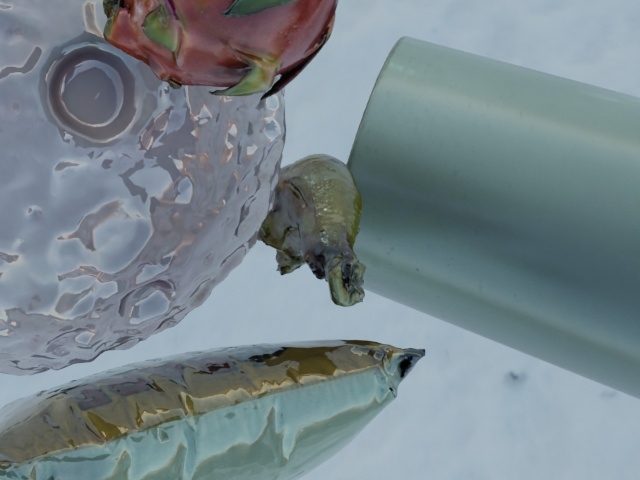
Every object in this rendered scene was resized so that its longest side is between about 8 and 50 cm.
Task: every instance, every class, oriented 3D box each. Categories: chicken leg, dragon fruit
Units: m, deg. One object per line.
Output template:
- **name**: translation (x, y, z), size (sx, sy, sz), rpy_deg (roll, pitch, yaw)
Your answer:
- **chicken leg**: translation (0.000, 0.000, 1.015), size (0.070, 0.178, 0.093), rpy_deg (23, 106, -22)
- **dragon fruit**: translation (-0.026, -0.103, 0.547), size (0.116, 0.086, 0.081), rpy_deg (-44, 128, 11)

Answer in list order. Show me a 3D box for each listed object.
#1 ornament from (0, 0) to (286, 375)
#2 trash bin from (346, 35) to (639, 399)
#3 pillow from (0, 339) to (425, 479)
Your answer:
- **ornament**: translation (-0.151, -0.062, 0.712), size (0.225, 0.259, 0.259), rpy_deg (-25, 99, -27)
- **trash bin**: translation (0.243, -0.012, 1.364), size (0.432, 0.280, 0.280), rpy_deg (19, 99, 8)
- **pillow**: translation (-0.128, 0.151, 1.023), size (0.310, 0.312, 0.119), rpy_deg (-9, 76, -31)
